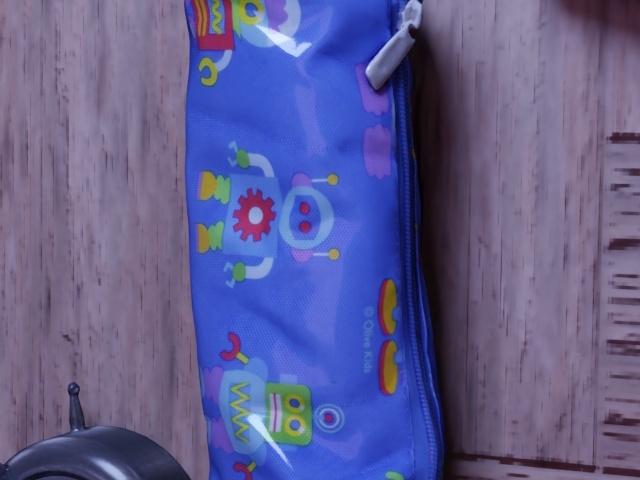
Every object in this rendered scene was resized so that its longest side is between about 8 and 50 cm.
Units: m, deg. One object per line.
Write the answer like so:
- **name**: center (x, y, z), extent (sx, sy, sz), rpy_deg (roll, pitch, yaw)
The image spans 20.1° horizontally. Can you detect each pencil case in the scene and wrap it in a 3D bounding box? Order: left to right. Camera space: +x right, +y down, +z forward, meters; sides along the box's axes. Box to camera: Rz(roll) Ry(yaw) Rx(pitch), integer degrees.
- **pencil case**: center (0.000, 0.000, 0.899), extent (0.133, 0.119, 0.306), rpy_deg (1, 95, 41)

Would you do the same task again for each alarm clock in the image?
- **alarm clock**: center (-0.117, 0.185, 0.999), extent (0.192, 0.064, 0.129), rpy_deg (48, 110, 11)
